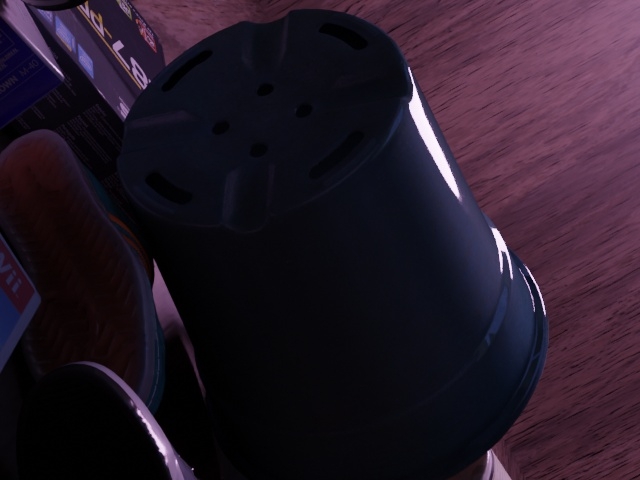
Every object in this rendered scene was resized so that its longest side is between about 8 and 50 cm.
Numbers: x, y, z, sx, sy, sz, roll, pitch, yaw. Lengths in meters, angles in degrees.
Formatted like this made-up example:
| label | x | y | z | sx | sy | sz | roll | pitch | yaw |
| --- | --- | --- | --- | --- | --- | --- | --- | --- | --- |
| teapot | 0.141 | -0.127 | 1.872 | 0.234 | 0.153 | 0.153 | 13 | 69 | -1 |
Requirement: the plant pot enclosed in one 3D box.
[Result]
| label | x | y | z | sx | sy | sz | roll | pitch | yaw |
| --- | --- | --- | --- | --- | --- | --- | --- | --- | --- |
| plant pot | 0.000 | 0.000 | 1.312 | 0.341 | 0.341 | 0.334 | -109 | 176 | -46 |

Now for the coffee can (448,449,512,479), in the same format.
| label | x | y | z | sx | sy | sz | roll | pitch | yaw |
| --- | --- | --- | --- | --- | --- | --- | --- | --- | --- |
| coffee can | 0.162 | 0.365 | 1.685 | 0.275 | 0.201 | 0.201 | 57 | 10 | -26 |

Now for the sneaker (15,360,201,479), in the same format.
| label | x | y | z | sx | sy | sz | roll | pitch | yaw |
| --- | --- | --- | --- | --- | --- | --- | --- | --- | --- |
| sneaker | -0.095 | 0.200 | 1.025 | 0.178 | 0.124 | 0.295 | -54 | 121 | -75 |

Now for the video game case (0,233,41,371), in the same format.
| label | x | y | z | sx | sy | sz | roll | pitch | yaw |
| --- | --- | --- | --- | --- | --- | --- | --- | --- | --- |
| video game case | -0.259 | 0.020 | 0.871 | 0.204 | 0.025 | 0.285 | 61 | 15 | -19 |

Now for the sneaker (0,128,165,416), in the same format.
| label | x | y | z | sx | sy | sz | roll | pitch | yaw |
| --- | --- | --- | --- | --- | --- | --- | --- | --- | --- |
| sneaker | -0.167 | 0.041 | 1.148 | 0.121 | 0.108 | 0.302 | 48 | 11 | -46 |

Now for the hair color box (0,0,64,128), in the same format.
| label | x | y | z | sx | sy | sz | roll | pitch | yaw |
| --- | --- | --- | --- | --- | --- | --- | --- | --- | --- |
| hair color box | -0.331 | -0.226 | 1.017 | 0.185 | 0.110 | 0.339 | 56 | 2 | 40 |

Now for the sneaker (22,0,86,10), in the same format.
| label | x | y | z | sx | sy | sz | roll | pitch | yaw |
| --- | --- | --- | --- | --- | --- | --- | --- | --- | --- |
| sneaker | -0.245 | -0.270 | 1.056 | 0.281 | 0.106 | 0.162 | 40 | -3 | 46 |

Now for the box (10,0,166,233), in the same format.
| label | x | y | z | sx | sy | sz | roll | pitch | yaw |
| --- | --- | --- | --- | --- | --- | --- | --- | --- | --- |
| box | -0.277 | -0.226 | 1.406 | 0.395 | 0.097 | 0.318 | 53 | 14 | -36 |
